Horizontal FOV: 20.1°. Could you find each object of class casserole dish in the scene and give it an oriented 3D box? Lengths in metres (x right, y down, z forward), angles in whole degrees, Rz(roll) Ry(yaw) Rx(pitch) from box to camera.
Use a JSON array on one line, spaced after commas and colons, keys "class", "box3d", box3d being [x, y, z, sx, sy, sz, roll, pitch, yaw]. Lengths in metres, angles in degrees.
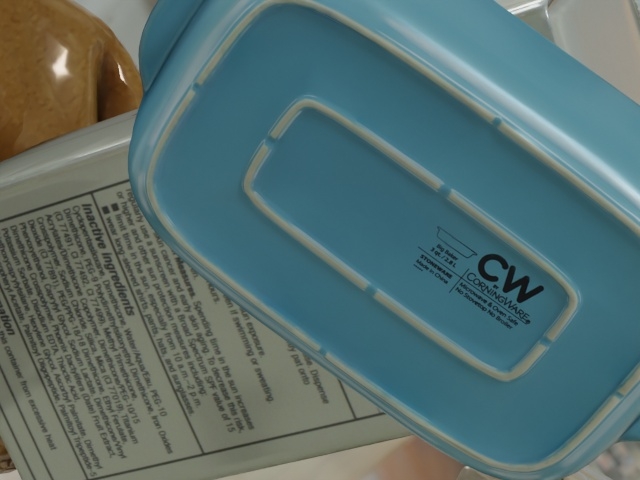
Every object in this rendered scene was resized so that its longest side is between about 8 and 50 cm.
[{"class": "casserole dish", "box3d": [0.027, -0.005, 0.488, 0.188, 0.114, 0.037, 36, 26, -1]}]

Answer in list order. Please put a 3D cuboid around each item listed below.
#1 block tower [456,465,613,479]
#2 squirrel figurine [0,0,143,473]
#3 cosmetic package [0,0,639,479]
[{"class": "block tower", "box3d": [0.055, 0.266, 0.904, 0.097, 0.335, 0.091, 30, 7, 33]}, {"class": "squirrel figurine", "box3d": [-0.277, -0.030, 0.795, 0.397, 0.281, 0.370, 68, 26, -19]}, {"class": "cosmetic package", "box3d": [0.000, 0.000, 0.751, 0.129, 0.296, 0.153, -41, 114, -60]}]
